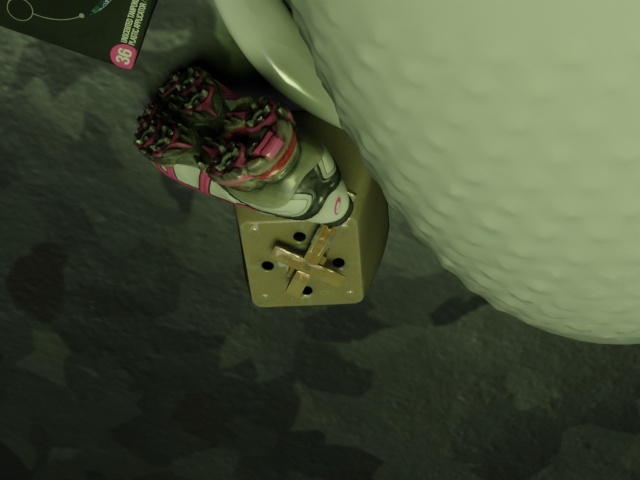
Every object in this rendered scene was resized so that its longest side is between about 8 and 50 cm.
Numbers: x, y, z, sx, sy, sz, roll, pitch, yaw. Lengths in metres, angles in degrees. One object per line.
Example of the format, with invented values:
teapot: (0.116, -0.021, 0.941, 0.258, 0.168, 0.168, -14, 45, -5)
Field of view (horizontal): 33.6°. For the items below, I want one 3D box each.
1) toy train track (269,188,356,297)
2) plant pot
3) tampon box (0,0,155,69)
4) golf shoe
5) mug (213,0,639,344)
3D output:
toy train track: (0.000, 0.000, 0.650, 0.048, 0.014, 0.083, 24, 121, -8)
plant pot: (-0.010, -0.014, 0.710, 0.109, 0.096, 0.109, -2, 131, 5)
tampon box: (-0.155, -0.188, 0.566, 0.161, 0.101, 0.120, 17, 128, -11)
golf shoe: (-0.052, -0.050, 0.641, 0.086, 0.186, 0.067, 41, 85, -36)
mug: (0.096, -0.119, 0.534, 0.374, 0.276, 0.328, 15, 149, 30)
